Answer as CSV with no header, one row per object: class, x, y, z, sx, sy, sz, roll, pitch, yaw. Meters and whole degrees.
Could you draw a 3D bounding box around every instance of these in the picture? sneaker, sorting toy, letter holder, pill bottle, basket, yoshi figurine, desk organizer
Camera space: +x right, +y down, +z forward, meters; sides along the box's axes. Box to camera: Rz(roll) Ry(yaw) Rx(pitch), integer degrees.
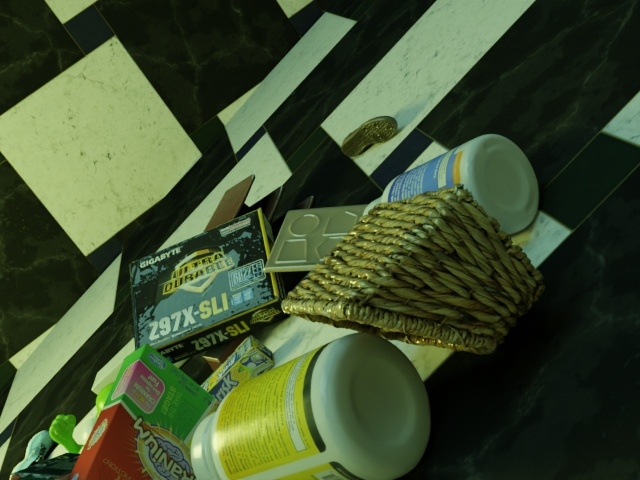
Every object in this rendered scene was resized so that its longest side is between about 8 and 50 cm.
sneaker,0.118,-0.261,2.062,0.188,0.066,0.071,-23,30,50
sorting toy,0.000,0.000,1.768,0.193,0.038,0.208,-3,37,23
letter holder,-0.159,-0.018,2.076,0.214,0.152,0.302,-30,26,39
pill bottle,0.190,-0.051,1.369,0.272,0.152,0.152,-23,31,51
basket,0.117,0.085,1.146,0.223,0.213,0.299,-45,11,-16
yoshi figurine,-0.441,0.411,1.835,0.203,0.204,0.362,-31,18,3
pill bottle,-0.028,0.259,1.191,0.334,0.188,0.188,-30,26,42
desk organizer,-0.178,0.214,1.813,0.047,0.050,0.130,2,41,41
sneaker,-0.767,0.594,2.391,0.073,0.063,0.162,-8,46,37

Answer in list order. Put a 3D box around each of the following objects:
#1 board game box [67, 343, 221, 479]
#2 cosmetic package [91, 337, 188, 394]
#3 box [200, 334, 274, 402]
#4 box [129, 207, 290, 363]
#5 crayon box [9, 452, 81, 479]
board game box,-0.262,0.358,1.434,0.064,0.242,0.317,-35,24,30
cosmetic package,-0.423,0.299,2.092,0.231,0.117,0.085,-45,18,14
box,-0.168,0.265,1.683,0.169,0.059,0.054,-45,18,11
box,-0.237,0.100,1.839,0.322,0.079,0.257,-22,49,9
crayon box,-0.423,0.511,1.383,0.202,0.081,0.319,39,-126,-81
